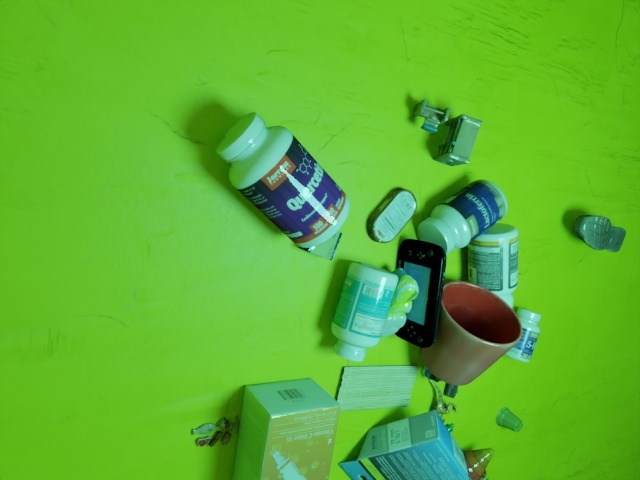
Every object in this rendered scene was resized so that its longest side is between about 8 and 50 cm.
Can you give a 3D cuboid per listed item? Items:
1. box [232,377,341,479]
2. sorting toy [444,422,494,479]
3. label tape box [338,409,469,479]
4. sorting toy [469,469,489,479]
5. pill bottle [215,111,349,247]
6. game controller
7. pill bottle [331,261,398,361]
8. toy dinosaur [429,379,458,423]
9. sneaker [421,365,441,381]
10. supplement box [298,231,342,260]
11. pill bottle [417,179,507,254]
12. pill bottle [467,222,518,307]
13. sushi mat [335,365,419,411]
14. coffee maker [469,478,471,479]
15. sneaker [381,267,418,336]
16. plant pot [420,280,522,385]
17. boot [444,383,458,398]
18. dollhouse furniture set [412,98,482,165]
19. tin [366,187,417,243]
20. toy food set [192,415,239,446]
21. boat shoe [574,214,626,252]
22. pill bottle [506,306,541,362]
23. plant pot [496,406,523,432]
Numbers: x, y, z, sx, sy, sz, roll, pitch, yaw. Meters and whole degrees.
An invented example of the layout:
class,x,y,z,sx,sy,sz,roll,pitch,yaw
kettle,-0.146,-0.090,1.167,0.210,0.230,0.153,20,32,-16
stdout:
class,x,y,z,sx,sy,sz,roll,pitch,yaw
box,-0.100,0.579,1.212,0.215,0.168,0.345,4,99,-32
sorting toy,0.521,0.748,1.613,0.126,0.127,0.365,-40,121,10
label tape box,0.269,0.714,1.463,0.348,0.115,0.249,-24,118,20
sorting toy,0.597,1.029,1.787,0.274,0.046,0.132,-23,111,-25
pill bottle,-0.087,-0.140,1.057,0.323,0.181,0.181,44,78,-30
game controller,0.292,0.157,1.351,0.067,0.166,0.319,-5,103,-48
pill bottle,0.117,0.203,1.271,0.146,0.146,0.264,16,93,-32
toy dinosaur,0.427,0.594,1.584,0.112,0.064,0.211,2,99,-29
sneaker,0.423,0.418,1.531,0.152,0.084,0.058,-46,119,-14
supplement box,0.000,0.000,1.211,0.083,0.056,0.083,21,90,-31
pill bottle,0.442,-0.069,1.397,0.264,0.153,0.153,-33,115,-20
pill bottle,0.582,0.091,1.509,0.162,0.162,0.278,-15,108,-27
sushi mat,0.187,0.478,1.446,0.316,0.019,0.151,9,95,-31
coffee maker,0.474,0.873,1.634,0.120,0.171,0.178,-37,141,6
sneaker,0.219,0.184,1.365,0.091,0.126,0.240,12,126,-22
plant pot,0.450,0.306,1.409,0.275,0.275,0.243,-2,129,-30
boot,0.503,0.515,1.626,0.106,0.037,0.114,-1,98,-17
dollhouse furniture set,0.352,-0.315,1.328,0.184,0.129,0.129,17,92,-8
tin,0.215,-0.075,1.334,0.190,0.040,0.106,-49,115,-12
toy food set,-0.274,0.515,1.185,0.122,0.019,0.078,-12,106,-28
boat shoe,1.099,-0.029,1.804,0.355,0.130,0.132,16,95,-37
pill bottle,0.770,0.358,1.704,0.112,0.112,0.187,17,92,-32
plant pot,0.770,0.732,1.803,0.083,0.079,0.083,-7,104,-28
